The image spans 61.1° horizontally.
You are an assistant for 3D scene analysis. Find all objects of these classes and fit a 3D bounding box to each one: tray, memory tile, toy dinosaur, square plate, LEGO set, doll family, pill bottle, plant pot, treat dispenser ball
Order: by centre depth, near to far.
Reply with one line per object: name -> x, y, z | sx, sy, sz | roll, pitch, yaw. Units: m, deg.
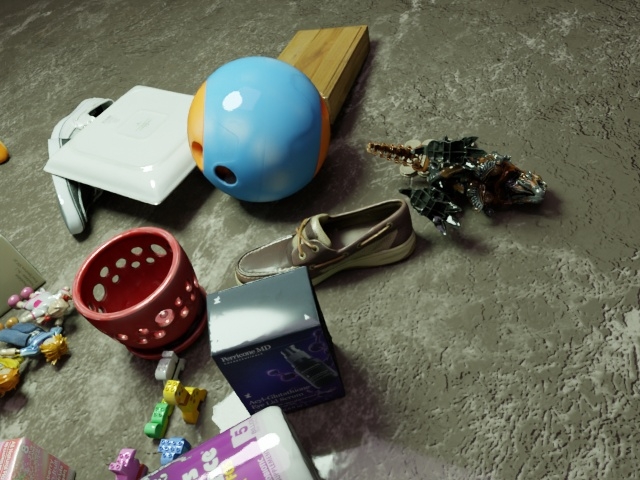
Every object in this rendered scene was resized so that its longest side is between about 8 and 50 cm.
pill bottle -> -0.148, 0.351, 0.676 | 0.301, 0.169, 0.169 | -28, 47, -9
LEGO set -> -0.239, 0.265, 0.831 | 0.087, 0.093, 0.227 | -1, 49, 15
plant pot -> -0.299, 0.101, 0.940 | 0.191, 0.174, 0.191 | -8, 47, 9
doll family -> -0.556, 0.195, 0.994 | 0.163, 0.118, 0.263 | 9, 34, 31
toy dinosaur -> 0.243, -0.118, 1.001 | 0.322, 0.164, 0.218 | -1, 16, 25
treat dispenser ball -> -0.122, -0.221, 1.099 | 0.288, 0.288, 0.288 | -8, 47, 9
memory tile -> 0.245, -0.174, 1.139 | 0.148, 0.012, 0.113 | 2, 50, 17
square plate -> -0.400, -0.244, 1.235 | 0.344, 0.049, 0.347 | 17, 52, 22
tray -> -0.018, -0.426, 1.366 | 0.202, 0.076, 0.411 | 3, 43, 19

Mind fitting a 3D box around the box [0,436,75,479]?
box -> -0.450, 0.436, 0.705 | 0.154, 0.142, 0.300 | -12, 47, 5

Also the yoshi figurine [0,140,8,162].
yoshi figurine -> -1.005, -0.151, 1.414 | 0.203, 0.203, 0.362 | 39, 44, -4

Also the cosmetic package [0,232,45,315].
cosmetic package -> -0.738, 0.113, 1.069 | 0.113, 0.160, 0.309 | 29, 63, 34

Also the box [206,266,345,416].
box -> -0.062, 0.157, 0.797 | 0.153, 0.207, 0.108 | -17, 47, 1

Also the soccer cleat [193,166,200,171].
soccer cleat -> -0.311, -0.258, 1.340 | 0.121, 0.093, 0.289 | -12, 41, -23

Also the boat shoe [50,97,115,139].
boat shoe -> -0.633, -0.307, 1.459 | 0.084, 0.095, 0.258 | -6, 49, 17

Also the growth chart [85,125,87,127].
growth chart -> -0.451, -0.215, 1.303 | 0.172, 0.021, 0.237 | -23, 62, -14

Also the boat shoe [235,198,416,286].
boat shoe -> 0.000, 0.000, 0.977 | 0.342, 0.123, 0.123 | -13, 47, 5

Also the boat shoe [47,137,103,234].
boat shoe -> -0.571, -0.138, 1.283 | 0.105, 0.113, 0.306 | -13, 45, -21
